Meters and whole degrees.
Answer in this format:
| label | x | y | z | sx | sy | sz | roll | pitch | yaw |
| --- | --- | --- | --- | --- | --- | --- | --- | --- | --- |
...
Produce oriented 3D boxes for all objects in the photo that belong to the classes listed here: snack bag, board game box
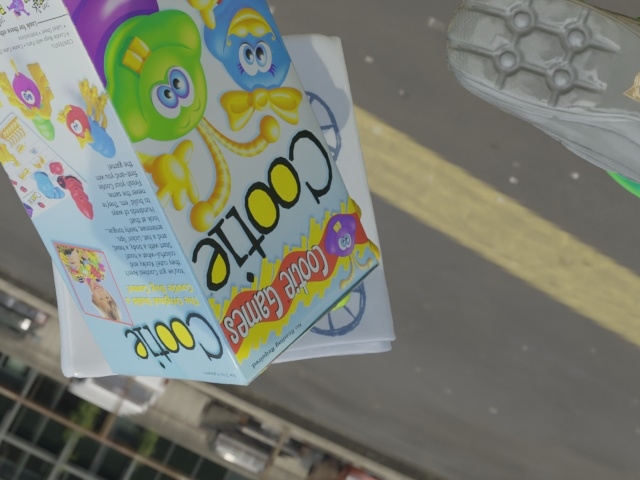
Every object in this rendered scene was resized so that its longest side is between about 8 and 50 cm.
| label | x | y | z | sx | sy | sz | roll | pitch | yaw |
| --- | --- | --- | --- | --- | --- | --- | --- | --- | --- |
| snack bag | -0.101 | -0.034 | 1.154 | 0.343 | 0.323 | 0.037 | -6 | 171 | -28 |
| board game box | -0.101 | -0.065 | 0.779 | 0.144 | 0.142 | 0.275 | -2 | 119 | 46 |

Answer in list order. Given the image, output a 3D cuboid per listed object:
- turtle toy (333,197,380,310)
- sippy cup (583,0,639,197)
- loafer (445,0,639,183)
| label | x | y | z | sx | sy | sz | roll | pitch | yaw |
| --- | --- | --- | --- | --- | --- | --- | --- | --- | --- |
| turtle toy | 0.000 | 0.000 | 1.035 | 0.095 | 0.066 | 0.130 | 42 | -159 | -49 |
| sippy cup | 0.422 | -0.180 | 1.311 | 0.240 | 0.224 | 0.305 | -9 | 119 | 46 |
| loafer | 0.237 | -0.087 | 0.830 | 0.319 | 0.112 | 0.111 | 27 | -172 | 9 |
